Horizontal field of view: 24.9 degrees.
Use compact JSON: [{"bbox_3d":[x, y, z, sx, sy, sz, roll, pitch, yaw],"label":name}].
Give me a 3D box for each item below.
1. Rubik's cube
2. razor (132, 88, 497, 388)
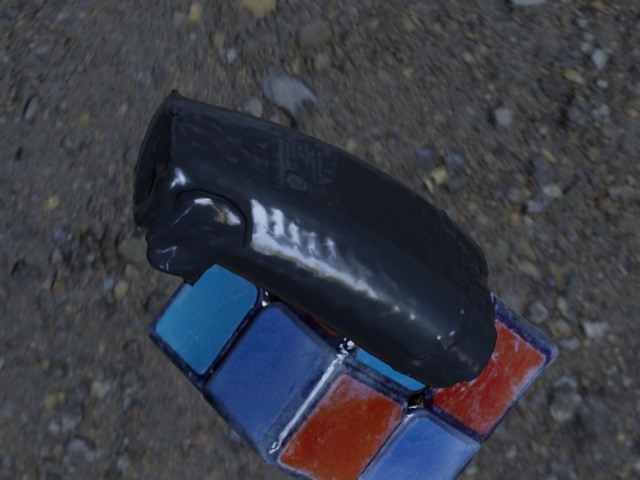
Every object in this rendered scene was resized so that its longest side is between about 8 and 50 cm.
[{"bbox_3d":[0.035,0.121,1.779,0.313,0.316,0.318,35,92,-42],"label":"Rubik's cube"},{"bbox_3d":[0.001,-0.003,1.206,0.326,0.189,0.107,26,123,-23],"label":"razor"}]
